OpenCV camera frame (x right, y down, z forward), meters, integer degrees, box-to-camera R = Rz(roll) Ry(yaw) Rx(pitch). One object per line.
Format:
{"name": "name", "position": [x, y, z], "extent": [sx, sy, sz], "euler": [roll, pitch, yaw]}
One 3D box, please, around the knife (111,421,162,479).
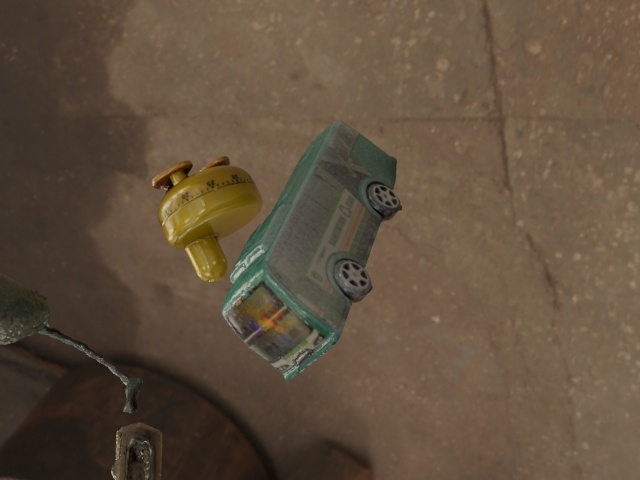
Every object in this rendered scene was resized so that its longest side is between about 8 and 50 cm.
{"name": "knife", "position": [-0.244, 0.383, 1.147], "extent": [0.089, 0.365, 0.043], "euler": [11, 132, -15]}

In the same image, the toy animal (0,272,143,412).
{"name": "toy animal", "position": [-0.290, 0.090, 0.885], "extent": [0.252, 0.079, 0.070], "euler": [30, 149, -18]}

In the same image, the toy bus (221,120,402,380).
{"name": "toy bus", "position": [0.000, 0.000, 0.790], "extent": [0.109, 0.262, 0.091], "euler": [37, 127, -10]}

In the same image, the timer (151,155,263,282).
{"name": "timer", "position": [-0.107, -0.022, 0.896], "extent": [0.107, 0.107, 0.109], "euler": [-38, 74, 44]}
